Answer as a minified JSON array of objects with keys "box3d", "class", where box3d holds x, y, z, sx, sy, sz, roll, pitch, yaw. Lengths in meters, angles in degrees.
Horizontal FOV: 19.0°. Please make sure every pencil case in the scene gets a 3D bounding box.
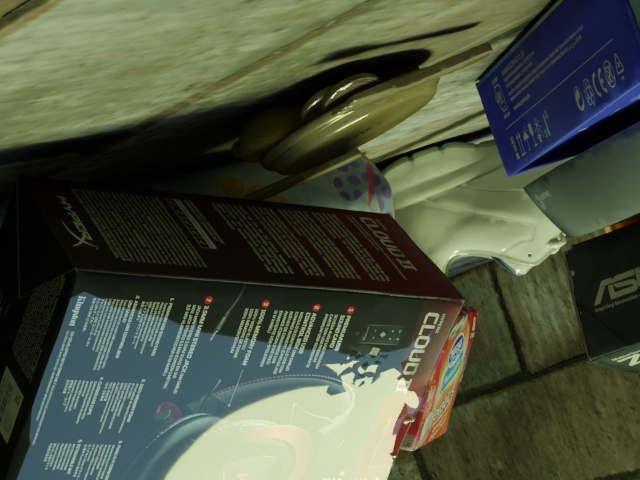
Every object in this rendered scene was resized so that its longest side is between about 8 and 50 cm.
[{"box3d":[-0.077,0.010,1.297,0.273,0.113,0.124,-16,161,-37],"class":"pencil case"}]

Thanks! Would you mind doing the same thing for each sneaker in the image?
[{"box3d":[0.190,-0.043,1.650,0.297,0.129,0.111,-20,172,2],"class":"sneaker"}]

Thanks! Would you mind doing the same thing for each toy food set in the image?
[{"box3d":[0.012,-0.080,1.159,0.132,0.038,0.192,-24,173,-33],"class":"toy food set"}]

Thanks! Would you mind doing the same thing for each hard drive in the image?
[{"box3d":[0.245,-0.061,1.206,0.172,0.054,0.255,-18,175,-17],"class":"hard drive"}]

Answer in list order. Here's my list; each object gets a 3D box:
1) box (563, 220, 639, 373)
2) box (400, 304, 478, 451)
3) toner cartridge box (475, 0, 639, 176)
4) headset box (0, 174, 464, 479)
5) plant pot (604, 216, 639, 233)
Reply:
[{"box3d":[0.417,0.010,1.320,0.395,0.097,0.318,-23,159,33],"class":"box"},{"box3d":[-0.007,0.083,1.659,0.257,0.122,0.128,17,-174,16],"class":"box"},{"box3d":[0.215,-0.122,1.179,0.165,0.075,0.348,-19,176,-10],"class":"toner cartridge box"},{"box3d":[-0.065,0.090,1.170,0.293,0.110,0.218,5,120,-32],"class":"headset box"},{"box3d":[0.401,-0.056,2.049,0.205,0.205,0.188,-20,-169,10],"class":"plant pot"}]
